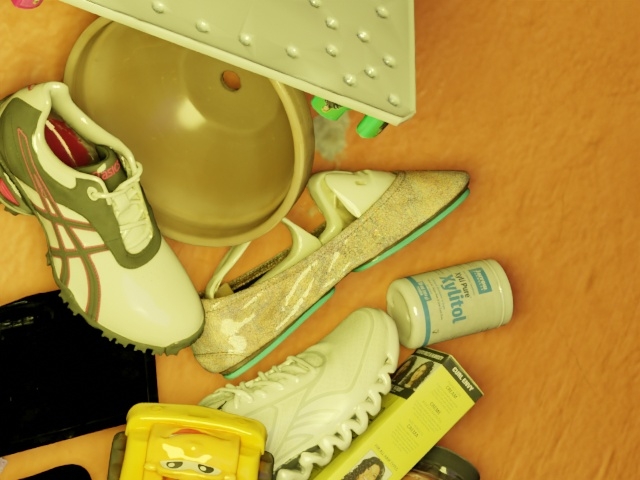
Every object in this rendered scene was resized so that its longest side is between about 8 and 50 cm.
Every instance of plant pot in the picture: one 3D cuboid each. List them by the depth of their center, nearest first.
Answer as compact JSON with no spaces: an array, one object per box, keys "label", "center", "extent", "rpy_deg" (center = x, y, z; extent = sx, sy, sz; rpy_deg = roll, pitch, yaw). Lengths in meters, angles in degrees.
[{"label":"plant pot","center":[-0.101,-0.122,1.767],"extent":[0.237,0.237,0.110],"rpy_deg":[60,37,-16]}]

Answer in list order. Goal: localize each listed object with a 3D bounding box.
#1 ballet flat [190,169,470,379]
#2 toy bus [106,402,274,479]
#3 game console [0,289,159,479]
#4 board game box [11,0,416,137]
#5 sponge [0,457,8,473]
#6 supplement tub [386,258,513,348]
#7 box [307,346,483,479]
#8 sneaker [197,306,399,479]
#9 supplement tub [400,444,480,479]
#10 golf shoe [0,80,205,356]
[{"label":"ballet flat","center":[0.000,0.000,1.856],"extent":[0.316,0.107,0.106],"rpy_deg":[-38,101,-15]},{"label":"toy bus","center":[-0.125,0.274,1.701],"extent":[0.149,0.211,0.220],"rpy_deg":[9,106,-1]},{"label":"game console","center":[-0.236,0.223,1.796],"extent":[0.213,0.044,0.361],"rpy_deg":[-13,106,-34]},{"label":"board game box","center":[-0.101,-0.294,1.689],"extent":[0.390,0.050,0.390],"rpy_deg":[19,49,-22]},{"label":"sponge","center":[-0.376,0.184,1.728],"extent":[0.210,0.031,0.117],"rpy_deg":[45,69,-34]},{"label":"supplement tub","center":[0.124,0.061,1.927],"extent":[0.107,0.071,0.071],"rpy_deg":[-14,101,-20]},{"label":"box","center":[0.046,0.202,1.904],"extent":[0.232,0.087,0.058],"rpy_deg":[-44,107,-11]},{"label":"sneaker","center":[-0.042,0.164,1.849],"extent":[0.292,0.110,0.118],"rpy_deg":[-48,112,-11]},{"label":"supplement tub","center":[0.082,0.294,1.904],"extent":[0.106,0.106,0.198],"rpy_deg":[39,64,-21]},{"label":"golf shoe","center":[-0.190,-0.016,1.729],"extent":[0.273,0.120,0.105],"rpy_deg":[50,54,-6]}]
